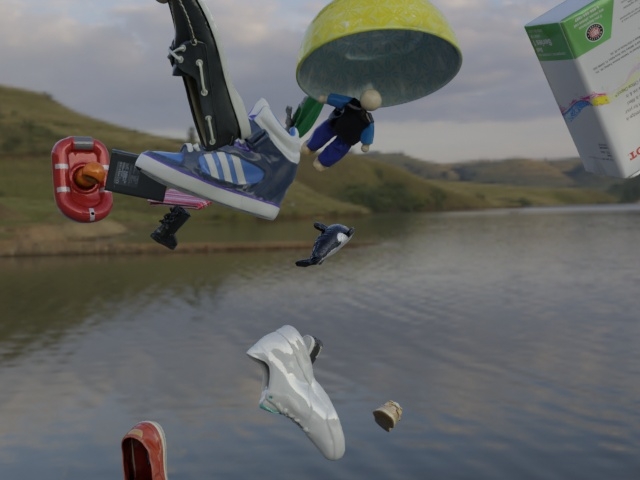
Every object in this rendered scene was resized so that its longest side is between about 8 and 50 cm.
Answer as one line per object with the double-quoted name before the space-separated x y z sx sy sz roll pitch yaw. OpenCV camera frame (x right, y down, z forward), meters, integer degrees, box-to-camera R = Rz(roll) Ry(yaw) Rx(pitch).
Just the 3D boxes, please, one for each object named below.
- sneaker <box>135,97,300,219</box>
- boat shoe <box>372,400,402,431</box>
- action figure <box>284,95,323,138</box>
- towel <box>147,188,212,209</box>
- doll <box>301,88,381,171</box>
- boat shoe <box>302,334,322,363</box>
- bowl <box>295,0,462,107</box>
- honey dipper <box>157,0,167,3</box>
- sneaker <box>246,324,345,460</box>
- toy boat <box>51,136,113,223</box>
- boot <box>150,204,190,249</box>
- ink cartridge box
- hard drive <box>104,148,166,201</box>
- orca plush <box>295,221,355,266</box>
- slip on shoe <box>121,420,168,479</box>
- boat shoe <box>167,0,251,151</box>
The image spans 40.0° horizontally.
"sneaker" -0.198 -0.198 1.829 0.322 0.236 0.130 19 -4 -16
"boat shoe" 0.162 0.405 2.067 0.063 0.059 0.170 38 -15 11
"action figure" -0.041 -0.296 2.060 0.063 0.232 0.137 42 34 9
"towel" -0.330 -0.138 2.504 0.198 0.031 0.275 6 23 33
"doll" 0.038 -0.202 1.538 0.189 0.129 0.046 -39 -2 42
"boat shoe" -0.038 0.238 1.677 0.038 0.125 0.046 23 7 -40
"bowl" 0.095 -0.362 1.533 0.289 0.156 0.289 -4 -17 -1
"honey dipper" -0.250 -0.477 1.534 0.030 0.161 0.030 13 -32 8
"sneaker" -0.041 0.237 1.294 0.094 0.212 0.080 -26 0 -23
"toy boat" -0.598 -0.161 2.257 0.150 0.231 0.151 -3 -6 -35
"boot" -0.350 -0.032 2.109 0.045 0.099 0.121 41 1 17
"ink cartridge box" 0.483 -0.268 1.411 0.201 0.278 0.117 -31 17 -10
"hard drive" -0.410 -0.145 1.982 0.135 0.094 0.022 12 13 -15
"orca plush" 0.000 0.000 2.583 0.151 0.102 0.287 -47 -6 41
"slip on shoe" -0.414 0.600 2.091 0.123 0.332 0.101 -9 -3 24
"boat shoe" -0.207 -0.294 1.489 0.091 0.303 0.114 -26 22 -14
